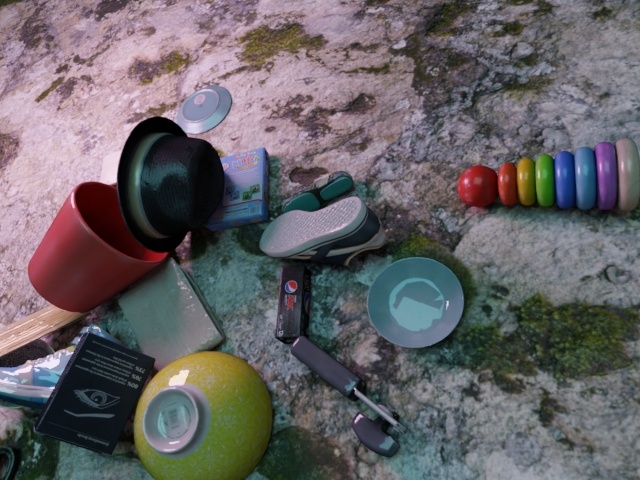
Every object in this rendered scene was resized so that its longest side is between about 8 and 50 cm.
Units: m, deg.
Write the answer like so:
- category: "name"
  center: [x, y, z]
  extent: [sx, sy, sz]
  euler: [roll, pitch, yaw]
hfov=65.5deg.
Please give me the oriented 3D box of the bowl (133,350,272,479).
- category: "bowl"
  center: [-0.256, 0.352, 0.976]
  extent: [0.290, 0.156, 0.289]
  euler: [-5, 68, 13]

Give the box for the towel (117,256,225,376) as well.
- category: "towel"
  center: [-0.362, 0.186, 1.191]
  extent: [0.187, 0.049, 0.282]
  euler: [-39, 58, -1]

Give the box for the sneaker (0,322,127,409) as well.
- category: "sneaker"
  center: [-0.599, 0.281, 1.151]
  extent: [0.319, 0.127, 0.208]
  euler: [11, 60, -7]

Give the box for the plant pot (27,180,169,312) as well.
- category: "plant pot"
  center: [-0.558, 0.030, 1.224]
  extent: [0.243, 0.275, 0.274]
  euler: [-41, 56, 14]

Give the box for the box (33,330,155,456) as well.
- category: "box"
  center: [-0.463, 0.313, 1.025]
  extent: [0.108, 0.153, 0.207]
  euler: [-22, 41, 57]

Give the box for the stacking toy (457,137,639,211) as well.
- category: "stacking toy"
  center: [0.450, -0.118, 1.013]
  extent: [0.331, 0.141, 0.141]
  euler: [-3, 63, 27]

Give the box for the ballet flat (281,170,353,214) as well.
- category: "ballet flat"
  center: [-0.009, -0.114, 1.215]
  extent: [0.189, 0.070, 0.070]
  euler: [-23, 58, 5]

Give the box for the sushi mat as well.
- category: "sushi mat"
  center: [-0.734, 0.230, 1.196]
  extent: [0.152, 0.019, 0.317]
  euler: [12, 29, 38]

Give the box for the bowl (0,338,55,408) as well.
- category: "bowl"
  center: [-0.721, 0.327, 1.215]
  extent: [0.170, 0.080, 0.170]
  euler: [4, 65, -9]

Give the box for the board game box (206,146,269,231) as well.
- category: "board game box"
  center: [-0.215, -0.136, 1.308]
  extent: [0.160, 0.039, 0.211]
  euler: [-11, 62, 16]

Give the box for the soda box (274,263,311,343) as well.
- category: "soda box"
  center: [-0.058, 0.139, 1.097]
  extent: [0.060, 0.053, 0.168]
  euler: [-6, 62, 17]

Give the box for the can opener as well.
- category: "can opener"
  center: [0.042, 0.299, 0.964]
  extent: [0.284, 0.076, 0.095]
  euler: [30, 76, 31]

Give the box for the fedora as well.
- category: "fedora"
  center: [-0.333, -0.135, 1.196]
  extent: [0.153, 0.334, 0.333]
  euler: [-1, 64, 20]

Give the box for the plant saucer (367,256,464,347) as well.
- category: "plant saucer"
  center: [0.194, 0.129, 1.019]
  extent: [0.195, 0.037, 0.194]
  euler: [-8, 62, 16]

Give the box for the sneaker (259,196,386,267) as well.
- category: "sneaker"
  center: [0.000, 0.000, 1.119]
  extent: [0.321, 0.127, 0.126]
  euler: [-10, 51, 44]

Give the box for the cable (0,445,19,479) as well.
- category: "cable"
  center: [-0.749, 0.611, 1.095]
  extent: [0.140, 0.072, 0.287]
  euler: [11, 68, 19]

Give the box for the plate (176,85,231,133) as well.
- category: "plate"
  center: [-0.361, -0.405, 1.513]
  extent: [0.188, 0.024, 0.188]
  euler: [-9, 62, 17]

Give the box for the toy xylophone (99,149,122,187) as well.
- category: "toy xylophone"
  center: [-0.506, -0.180, 1.414]
  extent: [0.323, 0.081, 0.236]
  euler: [-6, 62, 18]
